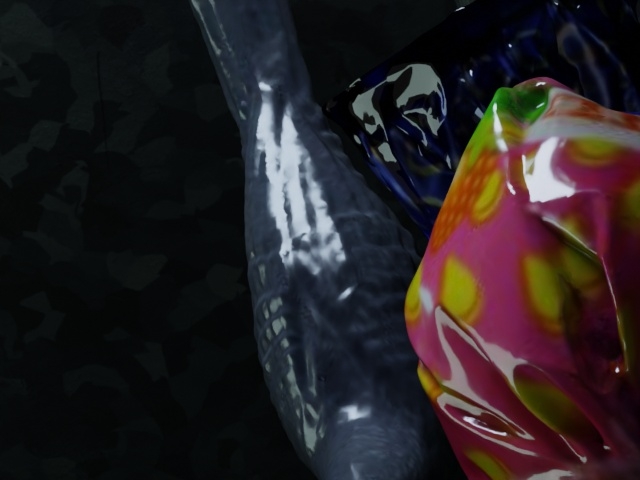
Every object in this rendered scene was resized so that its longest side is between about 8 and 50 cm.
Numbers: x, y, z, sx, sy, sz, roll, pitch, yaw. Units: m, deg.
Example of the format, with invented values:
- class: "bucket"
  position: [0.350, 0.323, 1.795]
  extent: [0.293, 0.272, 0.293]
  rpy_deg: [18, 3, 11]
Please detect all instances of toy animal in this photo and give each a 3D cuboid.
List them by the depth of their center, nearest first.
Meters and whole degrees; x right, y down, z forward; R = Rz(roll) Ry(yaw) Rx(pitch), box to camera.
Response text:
- class: "toy animal"
  position: [0.019, 0.029, 0.793]
  extent: [0.206, 0.081, 0.367]
  rpy_deg: [45, -152, -51]

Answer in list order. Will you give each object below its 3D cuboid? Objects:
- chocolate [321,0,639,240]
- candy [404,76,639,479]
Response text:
- class: "chocolate"
  position: [0.129, 0.062, 0.732]
  extent: [0.148, 0.126, 0.343]
  rpy_deg: [-16, 103, 60]
- class: "candy"
  position: [0.064, 0.111, 0.448]
  extent: [0.365, 0.124, 0.124]
  rpy_deg: [-78, -26, -43]
